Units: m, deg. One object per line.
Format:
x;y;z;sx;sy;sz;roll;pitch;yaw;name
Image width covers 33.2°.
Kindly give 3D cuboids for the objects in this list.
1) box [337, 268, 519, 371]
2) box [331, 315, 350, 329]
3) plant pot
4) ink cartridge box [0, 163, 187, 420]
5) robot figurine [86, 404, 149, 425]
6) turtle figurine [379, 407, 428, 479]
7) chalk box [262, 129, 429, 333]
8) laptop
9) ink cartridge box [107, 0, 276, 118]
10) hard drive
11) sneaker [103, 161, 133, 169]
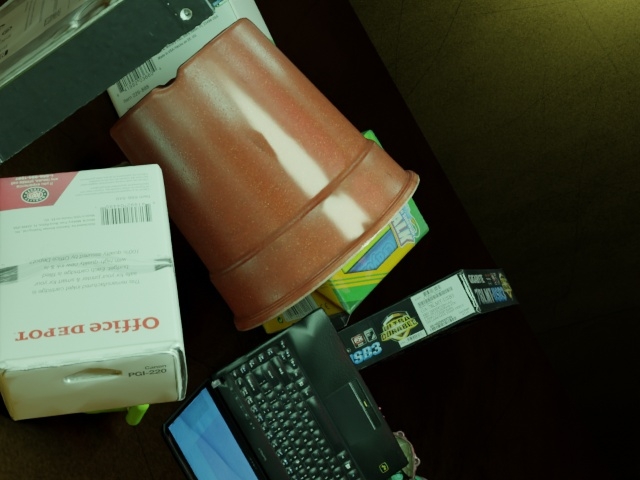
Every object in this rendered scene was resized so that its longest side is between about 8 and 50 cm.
0.127;0.132;1.597;0.073;0.293;0.295;67;19;9;box
-0.015;0.012;1.754;0.216;0.060;0.270;58;18;-12;box
-0.076;-0.087;1.210;0.265;0.272;0.272;50;20;-9;plant pot
-0.212;0.044;0.986;0.092;0.158;0.218;95;-14;-50;ink cartridge box
-0.206;0.133;1.047;0.101;0.067;0.115;55;15;17;robot figurine
0.083;0.322;1.513;0.234;0.118;0.175;37;31;-64;turtle figurine
0.015;-0.030;1.527;0.289;0.180;0.179;-44;108;-43;chalk box
-0.030;0.242;1.260;0.234;0.264;0.136;62;-19;-6;laptop
-0.198;-0.291;1.432;0.289;0.211;0.121;65;19;7;ink cartridge box
-0.221;-0.199;0.983;0.064;0.339;0.237;52;12;-31;hard drive
-0.221;-0.009;1.184;0.071;0.083;0.191;36;33;-57;sneaker
